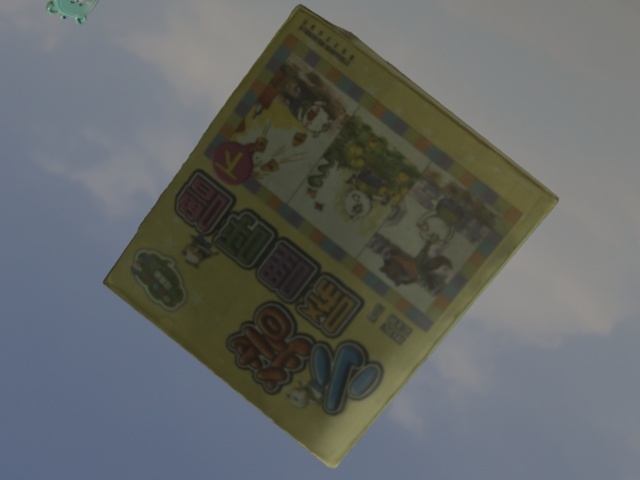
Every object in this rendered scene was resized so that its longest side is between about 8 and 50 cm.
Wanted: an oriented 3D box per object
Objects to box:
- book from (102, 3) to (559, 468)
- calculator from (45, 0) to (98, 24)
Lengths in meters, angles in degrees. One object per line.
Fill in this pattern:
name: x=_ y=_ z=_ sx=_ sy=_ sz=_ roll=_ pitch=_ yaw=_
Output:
book: x=0.000 y=0.000 z=0.554 sx=0.168 sy=0.192 sz=0.013 roll=39 pitch=-166 yaw=6
calculator: x=-0.226 y=-0.280 z=1.040 sx=0.019 sy=0.141 sz=0.094 roll=45 pitch=-158 yaw=30
